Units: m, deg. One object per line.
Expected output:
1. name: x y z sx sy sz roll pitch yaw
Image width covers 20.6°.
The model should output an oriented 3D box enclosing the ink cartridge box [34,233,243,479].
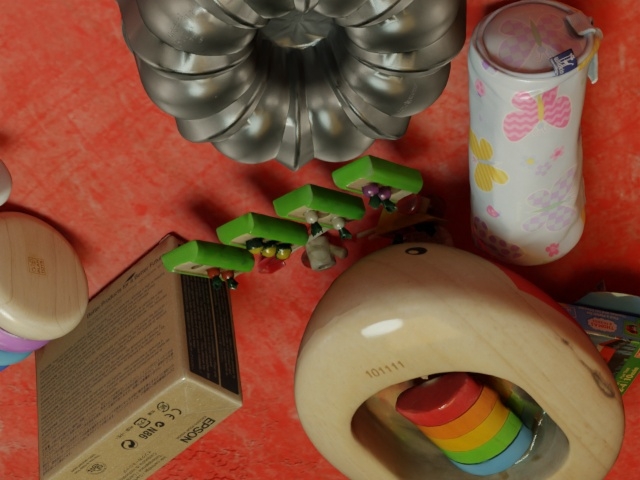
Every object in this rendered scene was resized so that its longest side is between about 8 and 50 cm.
1. ink cartridge box: -0.193 0.140 1.831 0.088 0.193 0.234 29 126 -34

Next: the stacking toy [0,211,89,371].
1. stacking toy: -0.387 0.105 1.834 0.141 0.141 0.330 28 133 -31

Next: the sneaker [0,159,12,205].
1. sneaker: -0.443 -0.042 1.683 0.295 0.105 0.147 7 137 -6

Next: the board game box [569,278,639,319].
1. board game box: 0.314 0.094 1.962 0.133 0.033 0.168 24 140 -24

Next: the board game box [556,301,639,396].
1. board game box: 0.244 0.124 1.949 0.211 0.039 0.160 12 143 -7

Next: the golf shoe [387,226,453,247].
1. golf shoe: 0.104 0.042 1.875 0.086 0.069 0.176 1 144 -33

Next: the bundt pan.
1. bundt pan: -0.019 -0.188 1.564 0.330 0.124 0.331 -4 137 -4

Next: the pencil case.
1. pencil case: 0.202 -0.101 1.690 0.124 0.113 0.273 -27 141 -21

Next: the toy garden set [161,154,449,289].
1. toy garden set: 0.000 0.000 1.757 0.244 0.049 0.204 -25 162 25

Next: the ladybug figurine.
1. ladybug figurine: 0.144 0.145 1.808 0.305 0.162 0.449 -20 139 19
